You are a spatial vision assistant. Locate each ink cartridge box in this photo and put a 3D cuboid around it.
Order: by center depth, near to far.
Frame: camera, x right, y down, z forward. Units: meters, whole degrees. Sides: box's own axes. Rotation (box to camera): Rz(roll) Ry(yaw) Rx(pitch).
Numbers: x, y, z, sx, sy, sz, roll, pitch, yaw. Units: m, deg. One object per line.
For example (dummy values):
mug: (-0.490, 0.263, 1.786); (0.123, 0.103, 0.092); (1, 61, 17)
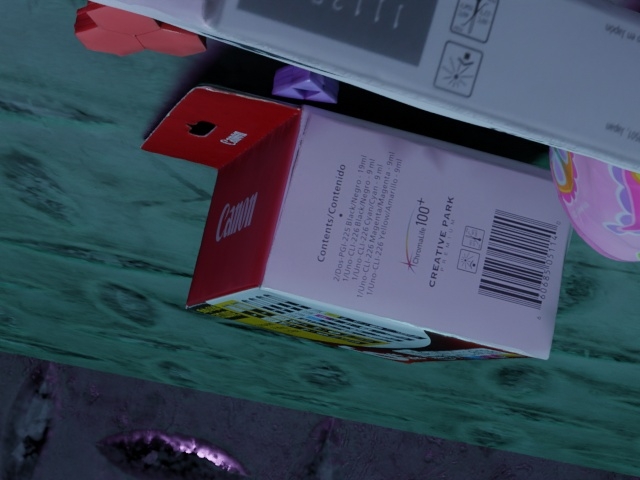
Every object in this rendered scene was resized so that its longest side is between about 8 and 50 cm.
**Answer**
ink cartridge box: (0.029, -0.089, 0.625); (0.275, 0.060, 0.239); (14, -175, -30)
ink cartridge box: (0.000, 0.000, 1.115); (0.272, 0.130, 0.309); (15, 171, -12)

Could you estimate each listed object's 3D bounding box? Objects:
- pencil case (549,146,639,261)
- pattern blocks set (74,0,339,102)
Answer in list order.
pencil case: (0.210, -0.072, 0.775); (0.124, 0.124, 0.284); (13, 166, -6)
pattern blocks set: (0.025, -0.130, 0.818); (0.285, 0.026, 0.325); (12, 165, -21)
